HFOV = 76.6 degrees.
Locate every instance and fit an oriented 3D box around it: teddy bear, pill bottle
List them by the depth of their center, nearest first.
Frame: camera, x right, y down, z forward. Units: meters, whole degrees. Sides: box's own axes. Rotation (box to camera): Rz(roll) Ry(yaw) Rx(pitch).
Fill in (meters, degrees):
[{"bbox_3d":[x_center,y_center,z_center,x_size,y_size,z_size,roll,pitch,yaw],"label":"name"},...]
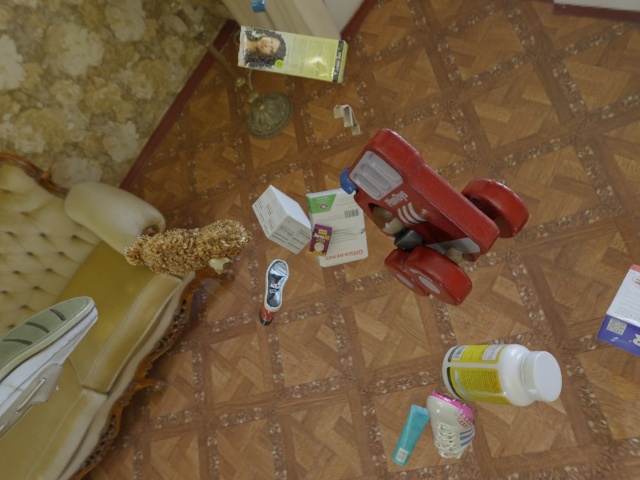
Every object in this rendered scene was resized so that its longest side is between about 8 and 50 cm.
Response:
[{"bbox_3d":[-0.344,0.039,1.058,0.337,0.245,0.113,-3,62,6],"label":"teddy bear"},{"bbox_3d":[0.584,0.437,1.326,0.333,0.187,0.188,-24,59,56],"label":"pill bottle"}]

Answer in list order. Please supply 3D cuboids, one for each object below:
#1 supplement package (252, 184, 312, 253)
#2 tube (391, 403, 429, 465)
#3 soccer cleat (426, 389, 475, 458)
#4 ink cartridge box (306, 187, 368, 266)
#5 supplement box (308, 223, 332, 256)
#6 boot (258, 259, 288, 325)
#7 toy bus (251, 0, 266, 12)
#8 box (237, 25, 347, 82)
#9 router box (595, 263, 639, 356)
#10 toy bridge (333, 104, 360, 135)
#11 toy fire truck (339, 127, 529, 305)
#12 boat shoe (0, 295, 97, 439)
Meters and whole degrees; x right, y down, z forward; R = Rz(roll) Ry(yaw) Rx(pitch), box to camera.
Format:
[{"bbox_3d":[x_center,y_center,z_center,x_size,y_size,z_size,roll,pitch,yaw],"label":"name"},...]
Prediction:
[{"bbox_3d":[-0.171,-0.099,1.905,0.145,0.204,0.262,-46,43,14],"label":"supplement package"},{"bbox_3d":[0.305,0.658,1.372,0.080,0.052,0.207,21,97,-14],"label":"tube"},{"bbox_3d":[0.369,0.537,1.148,0.115,0.331,0.143,12,63,38],"label":"soccer cleat"},{"bbox_3d":[0.051,-0.045,1.269,0.160,0.092,0.220,-11,105,-10],"label":"ink cartridge box"},{"bbox_3d":[0.000,0.000,1.194,0.054,0.043,0.084,12,111,-2],"label":"supplement box"},{"bbox_3d":[-0.196,0.211,1.631,0.088,0.176,0.245,15,49,-9],"label":"boot"},{"bbox_3d":[-0.124,-0.636,0.896,0.104,0.191,0.203,-4,107,5],"label":"toy bus"},{"bbox_3d":[-0.062,-0.408,0.895,0.232,0.058,0.088,11,108,7],"label":"box"},{"bbox_3d":[0.904,0.209,0.978,0.335,0.301,0.082,25,129,37],"label":"router box"},{"bbox_3d":[0.079,-0.364,1.193,0.026,0.188,0.063,-6,85,21],"label":"toy bridge"},{"bbox_3d":[0.146,-0.047,0.650,0.254,0.302,0.169,42,84,-2],"label":"toy fire truck"},{"bbox_3d":[-0.493,0.222,0.668,0.113,0.104,0.302,6,39,34],"label":"boat shoe"}]
